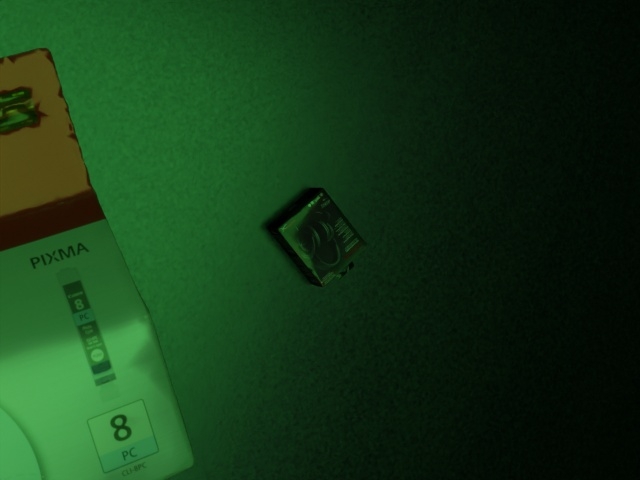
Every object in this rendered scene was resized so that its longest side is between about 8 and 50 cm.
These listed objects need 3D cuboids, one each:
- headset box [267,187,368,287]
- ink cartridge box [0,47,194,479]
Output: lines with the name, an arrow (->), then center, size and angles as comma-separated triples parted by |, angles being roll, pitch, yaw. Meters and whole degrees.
headset box -> 0.000, 0.000, 0.964 | 0.062, 0.032, 0.083 | -41, 105, -14
ink cartridge box -> -0.305, 0.062, 0.821 | 0.308, 0.091, 0.385 | -19, 102, -19
